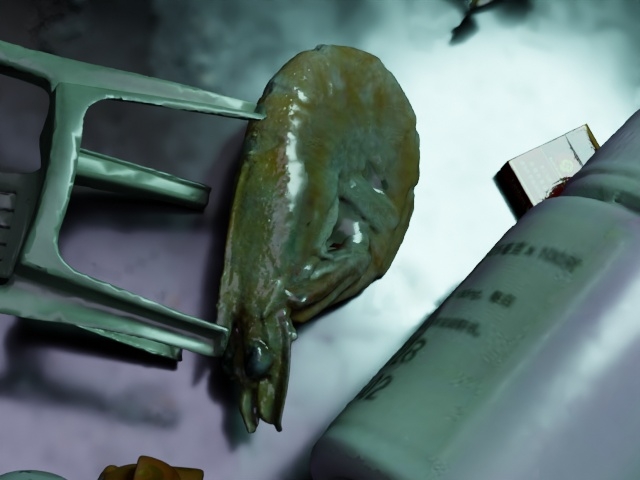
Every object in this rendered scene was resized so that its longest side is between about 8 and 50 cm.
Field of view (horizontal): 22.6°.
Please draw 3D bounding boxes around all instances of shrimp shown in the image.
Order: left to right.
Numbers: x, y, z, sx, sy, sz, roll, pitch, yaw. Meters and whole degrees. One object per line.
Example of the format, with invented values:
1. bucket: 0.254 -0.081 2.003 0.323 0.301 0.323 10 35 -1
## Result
1. shrimp: 0.000 0.000 1.225 0.168 0.077 0.317 22 73 -31

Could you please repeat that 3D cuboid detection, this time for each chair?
1. chair: -0.205 -0.018 1.151 0.274 0.190 0.203 16 69 -15

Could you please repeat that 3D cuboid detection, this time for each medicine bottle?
1. medicine bottle: 0.190 0.090 1.165 0.219 0.219 0.388 42 70 3

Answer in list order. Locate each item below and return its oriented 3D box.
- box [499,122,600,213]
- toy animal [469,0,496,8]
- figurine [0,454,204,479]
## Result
1. box: 0.196 -0.056 1.317 0.082 0.023 0.051 -25 81 -18
2. toy animal: 0.111 -0.268 1.316 0.197 0.272 0.160 -29 99 18
3. figurine: -0.162 0.220 1.109 0.271 0.143 0.143 -9 74 6
